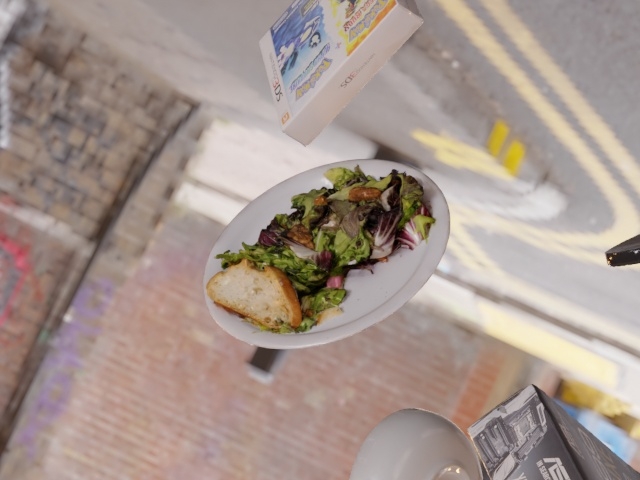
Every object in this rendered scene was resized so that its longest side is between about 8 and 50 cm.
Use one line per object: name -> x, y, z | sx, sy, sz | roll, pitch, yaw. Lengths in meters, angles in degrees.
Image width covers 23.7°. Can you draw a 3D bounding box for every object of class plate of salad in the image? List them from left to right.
plate of salad -> 0.000, 0.000, 1.157 | 0.200, 0.200, 0.048 | 21, 148, 42

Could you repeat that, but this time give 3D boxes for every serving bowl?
serving bowl -> 0.050, 0.120, 0.709 | 0.027, 0.083, 0.083 | 0, 158, 46

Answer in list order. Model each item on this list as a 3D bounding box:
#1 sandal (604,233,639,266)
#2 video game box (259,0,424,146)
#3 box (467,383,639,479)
sandal -> 0.252, -0.034, 0.945 | 0.040, 0.179, 0.067 | 63, 178, -8
video game box -> 0.018, -0.237, 1.740 | 0.048, 0.205, 0.187 | 26, -150, -33
box -> 0.260, 0.295, 1.273 | 0.242, 0.076, 0.307 | 40, -161, -43
